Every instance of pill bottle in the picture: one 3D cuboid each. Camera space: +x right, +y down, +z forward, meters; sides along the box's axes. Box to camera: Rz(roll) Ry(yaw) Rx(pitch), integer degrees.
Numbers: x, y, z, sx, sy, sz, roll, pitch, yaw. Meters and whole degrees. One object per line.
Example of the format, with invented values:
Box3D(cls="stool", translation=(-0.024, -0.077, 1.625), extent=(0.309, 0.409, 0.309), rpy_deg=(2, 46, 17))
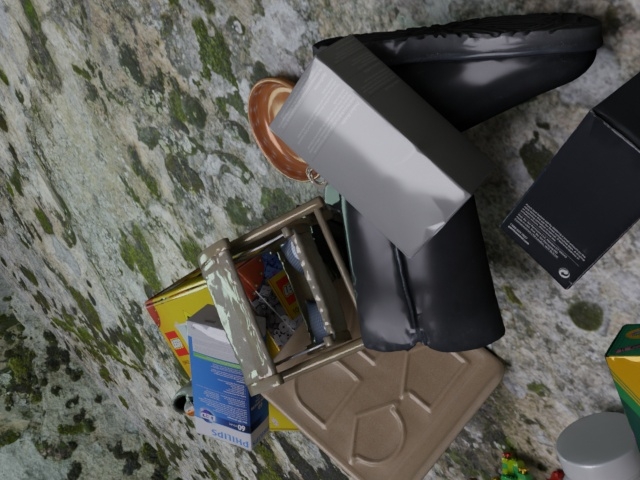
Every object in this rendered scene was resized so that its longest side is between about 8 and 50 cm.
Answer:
Box3D(cls="pill bottle", translation=(0.460, 0.414, 1.155), extent=(0.169, 0.169, 0.302), rpy_deg=(-4, 116, 53))

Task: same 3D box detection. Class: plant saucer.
Box3D(cls="plant saucer", translation=(-0.050, -0.199, 1.380), extent=(0.200, 0.037, 0.200), rpy_deg=(31, 140, 31))

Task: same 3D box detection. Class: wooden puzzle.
Box3D(cls="wooden puzzle", translation=(0.103, 0.245, 1.391), extent=(0.348, 0.322, 0.080), rpy_deg=(39, -176, 22))

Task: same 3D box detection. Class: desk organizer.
Box3D(cls="desk organizer", translation=(0.045, -0.116, 1.302), extent=(0.047, 0.050, 0.130), rpy_deg=(37, 136, 35))

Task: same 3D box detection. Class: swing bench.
Box3D(cls="swing bench", translation=(-0.058, 0.099, 1.299), extent=(0.165, 0.254, 0.253), rpy_deg=(46, -160, -82))

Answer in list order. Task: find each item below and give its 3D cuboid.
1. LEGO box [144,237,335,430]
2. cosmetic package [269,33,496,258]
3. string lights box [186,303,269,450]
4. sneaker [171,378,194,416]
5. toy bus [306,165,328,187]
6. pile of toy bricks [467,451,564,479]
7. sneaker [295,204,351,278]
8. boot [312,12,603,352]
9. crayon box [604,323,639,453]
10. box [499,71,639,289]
Box3D(cls="LEGO box", translation=(-0.137, 0.213, 1.712), extent=(0.500, 0.193, 0.372), rpy_deg=(-20, 103, 56))
Box3D(cls="cosmetic package", translation=(0.071, -0.110, 0.912), extent=(0.238, 0.107, 0.127), rpy_deg=(43, 131, 1))
Box3D(cls="string lights box", translation=(-0.175, 0.263, 1.489), extent=(0.133, 0.077, 0.260), rpy_deg=(12, 117, 24))
Box3D(cls="sneaker", translation=(-0.220, 0.341, 1.652), extent=(0.271, 0.108, 0.100), rpy_deg=(-12, 109, 50))
Box3D(cls="toy bus", translation=(0.109, -0.101, 1.200), extent=(0.202, 0.104, 0.191), rpy_deg=(50, 137, 8))
Box3D(cls="pile of toy bricks", translation=(0.347, 0.435, 1.397), extent=(0.212, 0.118, 0.105), rpy_deg=(167, 104, -64))
Box3D(cls="sneaker", translation=(0.002, 0.000, 1.438), extent=(0.170, 0.051, 0.089), rpy_deg=(28, 102, 39))
Box3D(cls="boot", translation=(0.187, -0.052, 1.016), extent=(0.367, 0.146, 0.445), rpy_deg=(4, 114, 33))
Box3D(cls="crayon box", translation=(0.509, 0.183, 0.932), extent=(0.278, 0.081, 0.165), rpy_deg=(-10, 111, 45))
Box3D(cls="box", translation=(0.326, -0.093, 0.789), extent=(0.103, 0.261, 0.184), rpy_deg=(47, 146, 13))
